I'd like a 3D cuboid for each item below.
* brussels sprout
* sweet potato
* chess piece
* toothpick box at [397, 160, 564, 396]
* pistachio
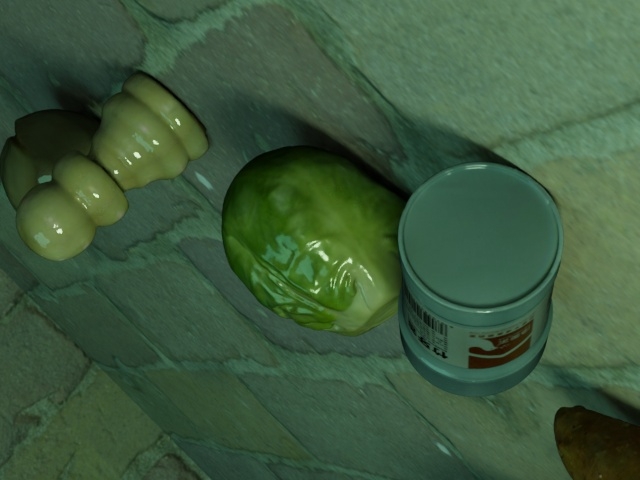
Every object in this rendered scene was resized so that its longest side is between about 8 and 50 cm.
[{"bbox_3d":[-0.003,0.003,1.285,0.155,0.117,0.155,48,163,20],"label":"brussels sprout"},{"bbox_3d":[0.251,0.192,1.193,0.252,0.097,0.097,38,164,35],"label":"sweet potato"},{"bbox_3d":[-0.183,-0.054,1.493,0.094,0.170,0.094,41,163,15],"label":"chess piece"},{"bbox_3d":[0.098,0.028,1.118,0.101,0.101,0.153,39,165,18],"label":"toothpick box"},{"bbox_3d":[-0.256,-0.071,1.727,0.124,0.124,0.185,53,166,-31],"label":"pistachio"}]
